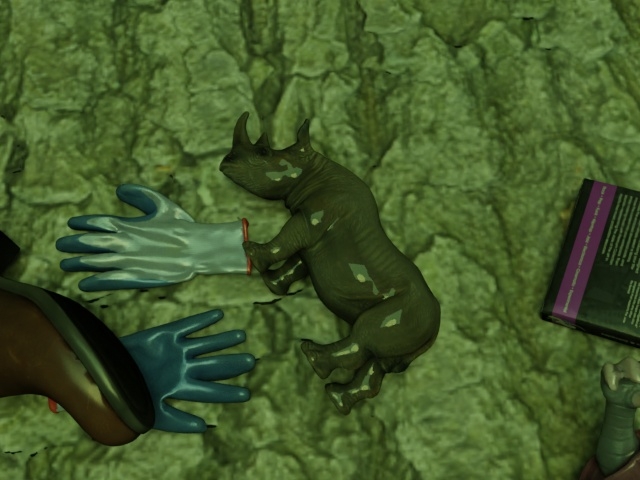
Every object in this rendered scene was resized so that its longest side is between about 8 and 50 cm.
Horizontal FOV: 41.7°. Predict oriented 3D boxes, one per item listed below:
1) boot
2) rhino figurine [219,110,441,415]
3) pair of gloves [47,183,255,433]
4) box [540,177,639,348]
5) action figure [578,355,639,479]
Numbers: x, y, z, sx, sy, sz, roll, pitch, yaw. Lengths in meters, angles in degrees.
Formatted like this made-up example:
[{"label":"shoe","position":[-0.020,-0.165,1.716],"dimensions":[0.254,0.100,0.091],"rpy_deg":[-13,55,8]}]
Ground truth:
[{"label":"boot","position":[-0.284,0.133,0.578],"dimensions":[0.264,0.096,0.280],"rpy_deg":[38,82,13]},{"label":"rhino figurine","position":[0.000,0.000,0.637],"dimensions":[0.106,0.073,0.243],"rpy_deg":[-30,74,-4]},{"label":"pair of gloves","position":[-0.130,0.049,0.650],"dimensions":[0.159,0.023,0.198],"rpy_deg":[-2,74,0]},{"label":"box","position":[0.261,0.028,0.628],"dimensions":[0.162,0.029,0.116],"rpy_deg":[17,74,22]},{"label":"action figure","position":[0.204,0.242,0.504],"dimensions":[0.370,0.275,0.248],"rpy_deg":[-1,32,-26]}]
